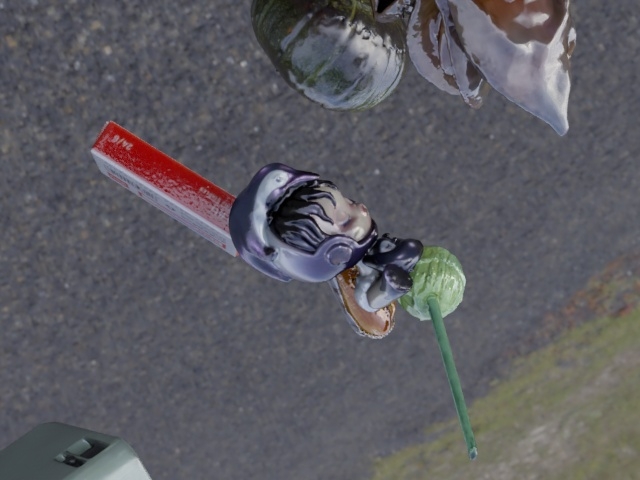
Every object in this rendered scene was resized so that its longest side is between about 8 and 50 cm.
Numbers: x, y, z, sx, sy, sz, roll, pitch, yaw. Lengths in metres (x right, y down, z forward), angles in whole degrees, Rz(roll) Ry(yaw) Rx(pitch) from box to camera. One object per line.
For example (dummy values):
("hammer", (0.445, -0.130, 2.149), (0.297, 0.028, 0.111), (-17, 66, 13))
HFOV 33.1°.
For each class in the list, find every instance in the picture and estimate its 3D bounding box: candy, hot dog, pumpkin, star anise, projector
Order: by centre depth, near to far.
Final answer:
("star anise", (0.119, -0.224, 0.801), (0.108, 0.315, 0.315), (-31, 159, -31))
("projector", (-0.296, 0.290, 1.106), (0.198, 0.108, 0.250), (-36, -164, -30))
("candy", (0.144, 0.124, 1.249), (0.092, 0.335, 0.093), (34, 118, -27))
("hot dog", (0.045, 0.042, 1.418), (0.059, 0.191, 0.108), (-21, -163, 28))
("pumpkin", (0.019, -0.284, 1.458), (0.238, 0.238, 0.159), (5, 137, -46))

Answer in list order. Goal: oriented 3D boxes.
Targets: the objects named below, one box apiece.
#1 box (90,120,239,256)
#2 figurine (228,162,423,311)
("box", (-0.181, -0.061, 1.372), (0.050, 0.229, 0.123), (-58, 178, -10))
("figurine", (0.000, 0.000, 1.275), (0.145, 0.222, 0.145), (-57, -175, 9))
